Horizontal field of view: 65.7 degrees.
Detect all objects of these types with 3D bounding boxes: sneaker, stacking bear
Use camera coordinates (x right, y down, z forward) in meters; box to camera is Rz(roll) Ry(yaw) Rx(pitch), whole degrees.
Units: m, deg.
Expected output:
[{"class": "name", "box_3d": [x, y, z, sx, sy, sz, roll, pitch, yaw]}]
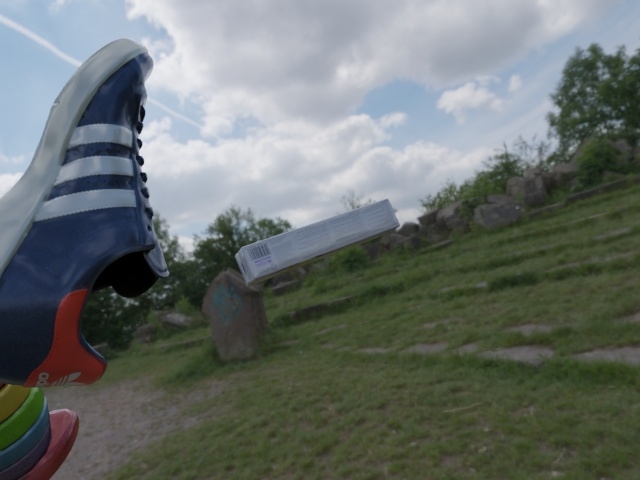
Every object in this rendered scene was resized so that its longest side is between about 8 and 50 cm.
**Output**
[{"class": "sneaker", "box_3d": [-0.199, -0.034, 0.460, 0.148, 0.351, 0.131, 28, -34, -25]}, {"class": "stacking bear", "box_3d": [-0.484, 0.222, 0.699, 0.175, 0.289, 0.164, -12, 29, -11]}]

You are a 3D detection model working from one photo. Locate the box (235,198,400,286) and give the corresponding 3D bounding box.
[{"class": "box", "box_3d": [0.000, 0.000, 0.938, 0.323, 0.067, 0.063, -21, -8, -26]}]
